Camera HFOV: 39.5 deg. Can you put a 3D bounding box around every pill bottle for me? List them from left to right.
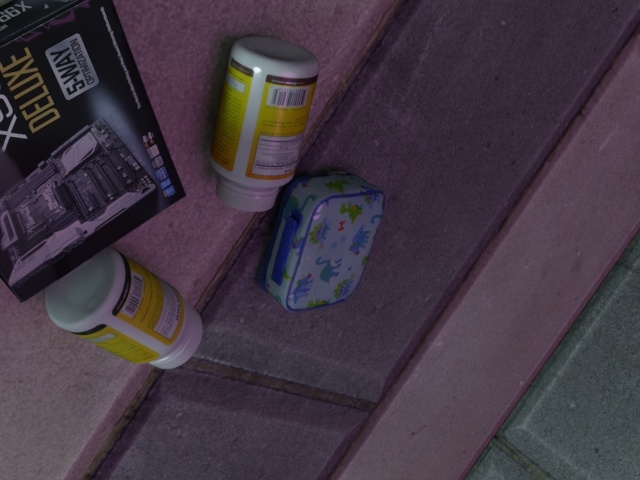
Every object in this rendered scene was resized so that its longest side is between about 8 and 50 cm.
[{"bbox_3d":[-0.254,0.095,1.187,0.119,0.119,0.208,-50,144,-3],"label":"pill bottle"},{"bbox_3d":[-0.079,-0.150,1.174,0.117,0.117,0.214,-12,128,-42],"label":"pill bottle"}]

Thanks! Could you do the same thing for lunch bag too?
[{"bbox_3d":[0.000,0.000,1.407,0.176,0.090,0.218,-11,127,-44],"label":"lunch bag"}]

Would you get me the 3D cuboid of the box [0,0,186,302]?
[{"bbox_3d":[-0.306,-0.109,0.996,0.242,0.076,0.307,-36,141,-21],"label":"box"}]
